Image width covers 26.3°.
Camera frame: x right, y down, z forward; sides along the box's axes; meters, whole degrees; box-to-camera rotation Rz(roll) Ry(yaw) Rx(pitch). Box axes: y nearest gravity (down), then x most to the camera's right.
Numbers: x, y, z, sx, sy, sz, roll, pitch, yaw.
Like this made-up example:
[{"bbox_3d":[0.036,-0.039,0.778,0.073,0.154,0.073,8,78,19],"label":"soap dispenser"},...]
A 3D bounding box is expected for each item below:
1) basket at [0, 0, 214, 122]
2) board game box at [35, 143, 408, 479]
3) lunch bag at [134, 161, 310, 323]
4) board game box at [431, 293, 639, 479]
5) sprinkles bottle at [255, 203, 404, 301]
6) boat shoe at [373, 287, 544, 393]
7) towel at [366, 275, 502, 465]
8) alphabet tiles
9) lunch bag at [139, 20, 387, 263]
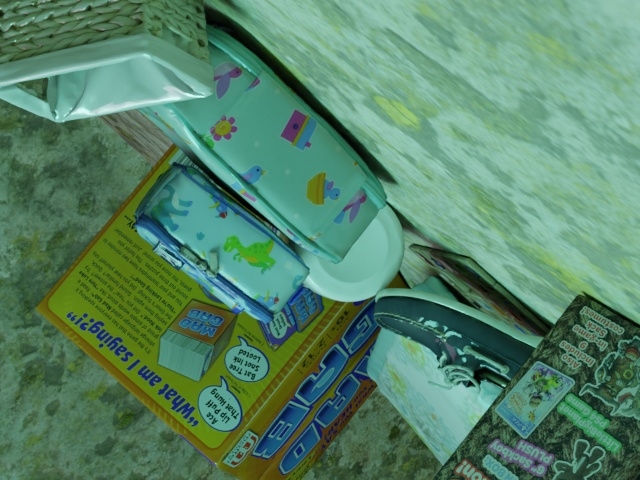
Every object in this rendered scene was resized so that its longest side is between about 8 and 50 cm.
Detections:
[{"bbox_3d":[-0.184,-0.171,1.144,0.167,0.103,0.113,-7,166,24],"label":"basket"},{"bbox_3d":[-0.113,0.109,1.991,0.356,0.356,0.356,37,174,21],"label":"board game box"},{"bbox_3d":[-0.102,0.004,1.394,0.176,0.090,0.219,38,178,-12],"label":"lunch bag"},{"bbox_3d":[0.224,0.237,1.174,0.141,0.291,0.232,34,172,43],"label":"board game box"},{"bbox_3d":[0.000,0.000,1.614,0.121,0.121,0.355,40,174,-9],"label":"sprinkles bottle"},{"bbox_3d":[0.166,0.123,1.414,0.254,0.079,0.095,22,167,9],"label":"boat shoe"},{"bbox_3d":[0.197,0.225,1.754,0.320,0.090,0.374,50,167,11],"label":"towel"},{"bbox_3d":[0.213,0.087,1.509,0.237,0.009,0.198,40,174,-13],"label":"alphabet tiles"},{"bbox_3d":[-0.078,-0.109,1.332,0.279,0.108,0.224,43,176,-30],"label":"lunch bag"}]
